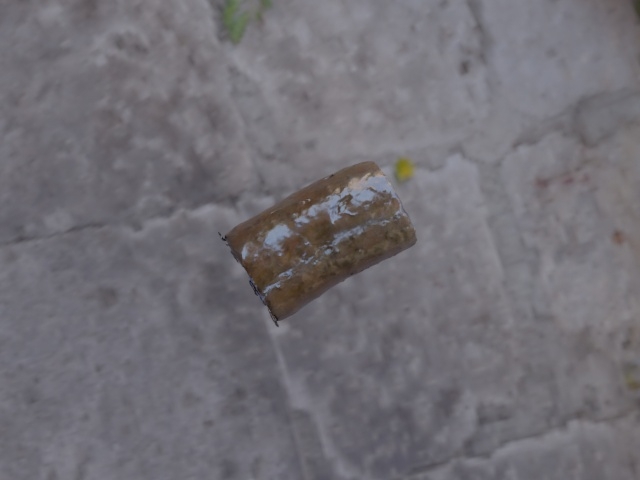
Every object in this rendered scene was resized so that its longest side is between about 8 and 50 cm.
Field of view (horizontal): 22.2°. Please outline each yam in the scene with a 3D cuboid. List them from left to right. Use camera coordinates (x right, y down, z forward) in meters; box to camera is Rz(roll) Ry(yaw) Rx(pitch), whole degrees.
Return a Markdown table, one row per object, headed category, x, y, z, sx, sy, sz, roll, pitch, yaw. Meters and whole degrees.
| category | x | y | z | sx | sy | sz | roll | pitch | yaw |
| --- | --- | --- | --- | --- | --- | --- | --- | --- | --- |
| yam | -0.001 | -0.001 | 1.199 | 0.127 | 0.084 | 0.084 | -29 | 98 | -2 |
